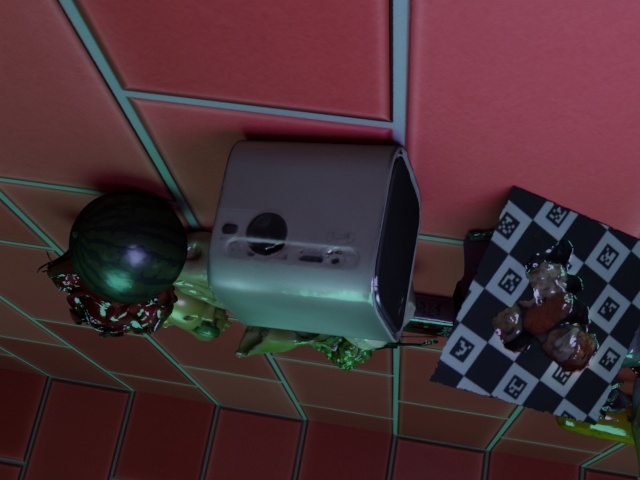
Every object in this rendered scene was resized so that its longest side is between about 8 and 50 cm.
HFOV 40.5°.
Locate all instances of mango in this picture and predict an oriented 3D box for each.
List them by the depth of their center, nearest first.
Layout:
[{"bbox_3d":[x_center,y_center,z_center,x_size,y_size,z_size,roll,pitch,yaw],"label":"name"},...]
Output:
[{"bbox_3d":[0.795,0.490,2.404,0.294,0.120,0.177,13,168,0],"label":"mango"}]

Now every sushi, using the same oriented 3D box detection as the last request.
[{"bbox_3d":[0.356,0.105,1.386,0.339,0.320,0.069,18,-173,-23],"label":"sushi"}]

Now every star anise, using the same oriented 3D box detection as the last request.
[{"bbox_3d":[0.689,0.387,2.202,0.209,0.089,0.231,14,160,20],"label":"star anise"}]

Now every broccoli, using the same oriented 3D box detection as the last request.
[{"bbox_3d":[-0.036,0.147,1.831,0.302,0.186,0.254,20,-164,-29],"label":"broccoli"}]

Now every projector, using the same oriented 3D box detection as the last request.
[{"bbox_3d":[0.000,0.000,1.284,0.249,0.249,0.248,5,159,17],"label":"projector"}]

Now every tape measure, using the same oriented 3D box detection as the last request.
[{"bbox_3d":[0.325,0.126,1.498,0.149,0.232,0.245,-5,159,39],"label":"tape measure"}]

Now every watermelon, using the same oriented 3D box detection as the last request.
[{"bbox_3d":[-0.348,0.012,1.565,0.212,0.212,0.212,10,160,3],"label":"watermelon"}]

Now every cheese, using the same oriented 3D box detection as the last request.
[{"bbox_3d":[-0.206,0.059,1.748,0.218,0.117,0.235,29,152,-36],"label":"cheese"}]

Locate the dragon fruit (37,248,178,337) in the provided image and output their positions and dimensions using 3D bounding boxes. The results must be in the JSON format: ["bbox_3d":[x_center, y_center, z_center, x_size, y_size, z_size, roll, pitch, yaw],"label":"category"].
[{"bbox_3d":[-0.431,0.083,1.777,0.233,0.234,0.293,-8,157,41],"label":"dragon fruit"}]

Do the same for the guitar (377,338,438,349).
[{"bbox_3d":[0.195,0.257,2.210,0.233,0.025,0.088,-6,154,36],"label":"guitar"}]

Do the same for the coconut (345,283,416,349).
[{"bbox_3d":[0.106,0.113,1.680,0.171,0.183,0.171,41,-172,-7],"label":"coconut"}]

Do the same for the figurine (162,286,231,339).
[{"bbox_3d":[-0.332,0.170,2.110,0.222,0.124,0.324,10,164,3],"label":"figurine"}]

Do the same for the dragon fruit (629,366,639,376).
[{"bbox_3d":[0.711,0.248,1.846,0.102,0.096,0.147,37,179,-33],"label":"dragon fruit"}]

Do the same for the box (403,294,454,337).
[{"bbox_3d":[0.267,0.167,1.870,0.224,0.069,0.120,7,160,6],"label":"box"}]

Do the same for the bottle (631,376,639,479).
[{"bbox_3d":[0.799,0.468,2.112,0.083,0.270,0.083,8,160,3],"label":"bottle"}]

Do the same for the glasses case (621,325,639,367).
[{"bbox_3d":[0.504,0.190,1.711,0.074,0.131,0.323,27,155,-30],"label":"glasses case"}]
